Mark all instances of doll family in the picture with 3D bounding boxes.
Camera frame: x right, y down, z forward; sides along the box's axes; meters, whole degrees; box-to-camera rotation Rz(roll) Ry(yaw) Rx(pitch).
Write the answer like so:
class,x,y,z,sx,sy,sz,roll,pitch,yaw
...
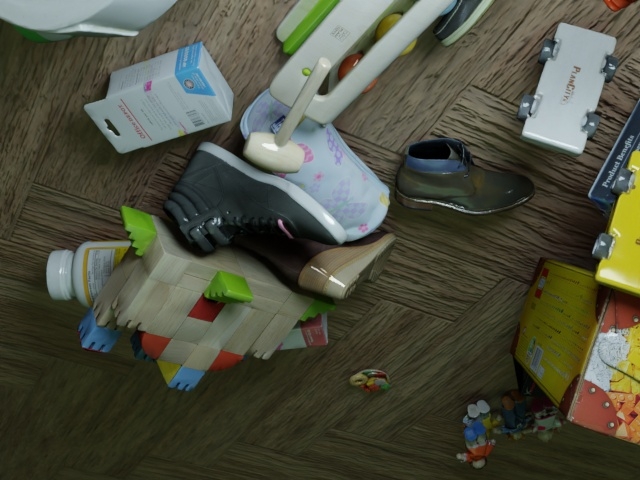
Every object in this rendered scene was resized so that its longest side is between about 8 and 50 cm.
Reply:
class,x,y,z,sx,sy,sz,roll,pitch,yaw
doll family,0.412,0.413,1.924,0.263,0.118,0.163,-20,133,-5

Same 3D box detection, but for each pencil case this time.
class,x,y,z,sx,sy,sz,roll,pitch,yaw
pencil case,-0.002,-0.114,1.269,0.124,0.113,0.273,-38,132,3

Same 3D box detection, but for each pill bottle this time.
class,x,y,z,sx,sy,sz,roll,pitch,yaw
pill bottle,-0.353,0.057,1.465,0.208,0.118,0.118,-2,140,1

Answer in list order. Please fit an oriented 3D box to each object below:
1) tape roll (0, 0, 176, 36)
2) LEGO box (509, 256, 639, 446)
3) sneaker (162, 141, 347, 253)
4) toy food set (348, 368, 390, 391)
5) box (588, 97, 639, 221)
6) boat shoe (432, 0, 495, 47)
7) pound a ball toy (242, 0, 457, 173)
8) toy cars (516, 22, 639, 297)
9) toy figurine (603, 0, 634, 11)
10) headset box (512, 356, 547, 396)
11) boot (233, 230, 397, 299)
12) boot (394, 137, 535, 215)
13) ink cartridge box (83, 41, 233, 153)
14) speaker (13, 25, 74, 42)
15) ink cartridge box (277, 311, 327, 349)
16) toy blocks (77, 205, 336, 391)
class,x,y,z,sx,sy,sz,roll,pitch,yaw
tape roll,-0.249,-0.350,0.861,0.286,0.286,0.100,-24,178,26
LEGO box,0.523,0.180,1.279,0.372,0.193,0.500,17,-176,3
sneaker,-0.105,-0.025,1.233,0.295,0.147,0.104,28,164,29
toy food set,0.108,0.301,1.835,0.082,0.020,0.083,-20,136,22
box,0.621,-0.037,1.136,0.293,0.212,0.395,39,168,-37
boat shoe,0.199,-0.335,1.041,0.073,0.080,0.223,34,134,-8
pound a ball toy,0.045,-0.229,1.045,0.135,0.208,0.319,24,138,-25
toy cars,0.358,-0.098,1.096,0.176,0.394,0.087,-18,158,-6
toy figurine,0.310,-0.373,0.884,0.213,0.210,0.148,24,146,-26
headset box,0.542,0.204,1.653,0.293,0.110,0.218,1,139,-2
boot,0.000,0.000,1.407,0.207,0.248,0.090,29,118,17
boot,0.223,-0.099,1.311,0.219,0.082,0.106,-1,143,4
ink cartridge box,-0.227,-0.198,1.204,0.181,0.062,0.104,-15,138,16
speaker,-0.229,-0.333,0.992,0.296,0.131,0.131,-18,137,20
ink cartridge box,-0.090,0.137,1.563,0.198,0.115,0.067,-7,141,7
toy blocks,-0.204,0.124,1.376,0.381,0.191,0.261,20,117,-37
